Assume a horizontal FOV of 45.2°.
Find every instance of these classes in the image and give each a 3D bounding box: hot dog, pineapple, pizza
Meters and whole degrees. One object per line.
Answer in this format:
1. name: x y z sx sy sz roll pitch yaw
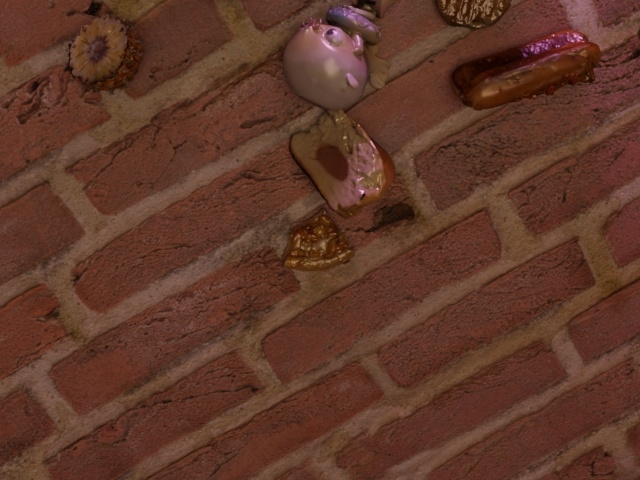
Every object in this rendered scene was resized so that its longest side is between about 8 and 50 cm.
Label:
1. hot dog: 0.483 -0.387 1.804 0.349 0.158 0.117 -20 127 -5
2. pineapple: -0.450 -0.394 1.693 0.161 0.137 0.176 24 91 25
3. pizza: 0.000 0.000 1.906 0.182 0.062 0.161 4 101 -7

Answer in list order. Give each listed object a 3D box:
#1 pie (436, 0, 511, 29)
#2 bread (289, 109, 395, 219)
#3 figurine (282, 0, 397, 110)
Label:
1. pie: 0.352 -0.578 1.778 0.195 0.046 0.195 -2 106 -7
2. bread: 0.055 -0.171 1.780 0.184 0.211 0.224 -39 113 13
3. figurine: 0.090 -0.471 1.733 0.275 0.227 0.394 27 92 -46
